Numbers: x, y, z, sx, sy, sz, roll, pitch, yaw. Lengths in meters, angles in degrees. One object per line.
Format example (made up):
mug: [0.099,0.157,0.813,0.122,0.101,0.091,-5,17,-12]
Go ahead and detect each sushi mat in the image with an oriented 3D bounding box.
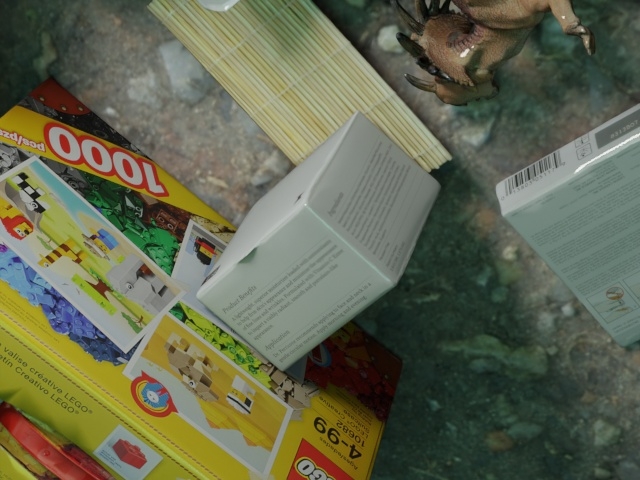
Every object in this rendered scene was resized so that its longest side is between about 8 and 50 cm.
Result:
sushi mat: [-0.021,-0.158,1.311,0.316,0.019,0.151,47,126,-11]

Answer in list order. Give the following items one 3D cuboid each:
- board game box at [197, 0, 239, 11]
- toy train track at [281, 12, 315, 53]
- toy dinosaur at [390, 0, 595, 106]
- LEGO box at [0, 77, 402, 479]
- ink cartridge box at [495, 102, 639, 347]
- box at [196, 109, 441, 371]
board game box: [-0.071,-0.446,1.093,0.390,0.050,0.390,-35,119,19]
toy train track: [-0.041,-0.216,1.303,0.083,0.014,0.048,26,126,6]
toy dinosaur: [0.141,-0.254,1.183,0.200,0.127,0.295,-7,109,24]
LEGO box: [-0.190,0.118,1.302,0.500,0.372,0.193,39,118,-8]
ink cartridge box: [0.317,-0.014,1.310,0.189,0.066,0.232,-31,127,25]
box: [0.000,0.000,1.281,0.119,0.182,0.181,42,128,-11]
